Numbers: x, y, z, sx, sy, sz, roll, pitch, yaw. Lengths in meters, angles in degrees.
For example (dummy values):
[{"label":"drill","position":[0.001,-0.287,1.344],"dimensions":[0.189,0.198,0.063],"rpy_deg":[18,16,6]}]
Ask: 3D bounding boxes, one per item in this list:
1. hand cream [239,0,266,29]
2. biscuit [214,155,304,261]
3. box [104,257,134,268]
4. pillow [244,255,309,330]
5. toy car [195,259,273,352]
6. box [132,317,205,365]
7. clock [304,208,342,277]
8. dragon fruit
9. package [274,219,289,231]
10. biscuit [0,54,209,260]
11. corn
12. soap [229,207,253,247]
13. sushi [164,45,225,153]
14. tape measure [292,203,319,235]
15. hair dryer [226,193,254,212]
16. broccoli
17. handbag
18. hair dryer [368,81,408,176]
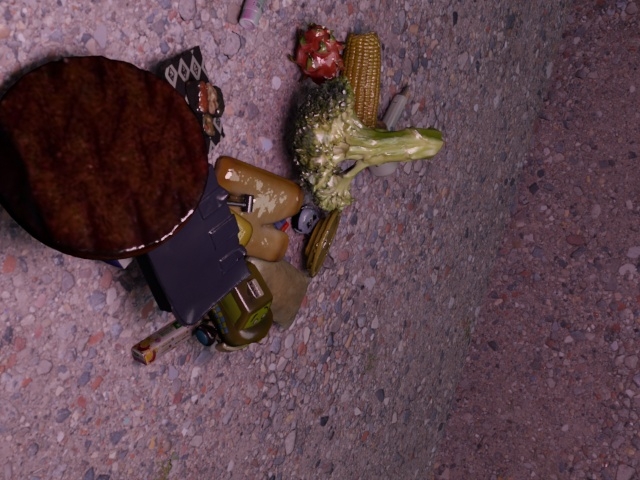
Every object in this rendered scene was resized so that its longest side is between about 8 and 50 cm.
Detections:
[{"label":"hand cream","position":[-0.156,-0.611,1.779],"dimensions":[0.076,0.047,0.174],"rpy_deg":[38,63,-53]},{"label":"biscuit","position":[-0.178,-0.077,1.883],"dimensions":[0.291,0.062,0.237],"rpy_deg":[21,87,-40]},{"label":"box","position":[-0.407,-0.116,1.557],"dimensions":[0.299,0.106,0.200],"rpy_deg":[-51,139,-28]},{"label":"pillow","position":[-0.137,0.134,2.053],"dimensions":[0.302,0.075,0.185],"rpy_deg":[40,68,-49]},{"label":"toy car","position":[-0.212,0.149,1.789],"dimensions":[0.204,0.198,0.248],"rpy_deg":[-33,97,-45]},{"label":"box","position":[-0.377,0.241,1.783],"dimensions":[0.207,0.050,0.041],"rpy_deg":[-32,129,-44]},{"label":"clock","position":[0.000,0.000,2.169],"dimensions":[0.237,0.057,0.237],"rpy_deg":[23,90,-83]},{"label":"dragon fruit","position":[0.000,-0.481,1.960],"dimensions":[0.135,0.137,0.236],"rpy_deg":[-42,135,-30]},{"label":"package","position":[-0.146,-0.070,2.010],"dimensions":[0.083,0.022,0.200],"rpy_deg":[-57,143,-23]},{"label":"biscuit","position":[-0.418,-0.157,1.362],"dimensions":[0.407,0.091,0.407],"rpy_deg":[5,75,-19]},{"label":"corn","position":[0.115,-0.454,2.141],"dimensions":[0.131,0.131,0.344],"rpy_deg":[-13,111,-52]},{"label":"soap","position":[-0.230,-0.031,1.780],"dimensions":[0.140,0.045,0.089],"rpy_deg":[36,75,-32]},{"label":"sushi","position":[-0.263,-0.313,1.633],"dimensions":[0.219,0.047,0.231],"rpy_deg":[-67,148,-59]},{"label":"tape measure","position":[-0.046,-0.059,2.126],"dimensions":[0.091,0.054,0.094],"rpy_deg":[-62,155,-13]},{"label":"hair dryer","position":[-0.209,-0.095,1.800],"dimensions":[0.083,0.026,0.047],"rpy_deg":[3,96,-32]},{"label":"broccoli","position":[0.108,-0.293,1.911],"dimensions":[0.353,0.397,0.275],"rpy_deg":[45,33,-56]},{"label":"handbag","position":[-0.285,-0.005,1.585],"dimensions":[0.269,0.118,0.325],"rpy_deg":[-40,136,-30]},{"label":"hair dryer","position":[0.240,-0.394,2.375],"dimensions":[0.357,0.108,0.173],"rpy_deg":[-62,146,-28]}]
